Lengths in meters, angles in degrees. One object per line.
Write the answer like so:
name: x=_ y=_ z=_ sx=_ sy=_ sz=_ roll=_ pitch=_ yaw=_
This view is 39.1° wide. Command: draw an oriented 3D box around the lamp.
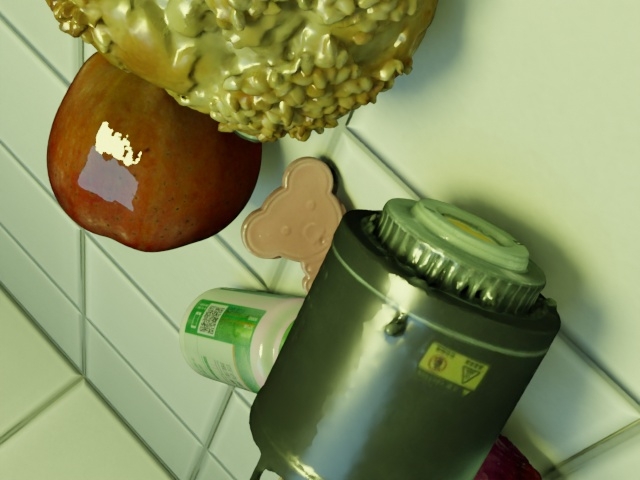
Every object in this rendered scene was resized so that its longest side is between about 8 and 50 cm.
lamp: x=0.070 y=0.104 z=0.769 sx=0.205 sy=0.374 sz=0.272 roll=25 pitch=126 yaw=2

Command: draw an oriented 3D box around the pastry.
pastry: x=-0.065 y=-0.197 z=0.634 sx=0.311 sy=0.162 sz=0.255 roll=31 pitch=131 yaw=-12

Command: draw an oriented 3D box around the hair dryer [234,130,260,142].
hair dryer: x=-0.067 y=-0.241 z=0.803 sx=0.229 sy=0.092 sz=0.267 roll=-32 pitch=86 yaw=54

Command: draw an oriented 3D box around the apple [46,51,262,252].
apple: x=-0.176 y=-0.100 z=0.953 sx=0.234 sy=0.234 sz=0.234 roll=35 pitch=148 yaw=26

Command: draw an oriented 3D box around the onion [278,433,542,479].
onion: x=0.120 y=0.255 z=0.938 sx=0.349 sy=0.267 sz=0.159 roll=-2 pitch=140 yaw=4

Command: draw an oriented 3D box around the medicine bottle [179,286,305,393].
medicine bottle: x=-0.064 y=0.133 z=1.160 sx=0.274 sy=0.133 sz=0.133 roll=1 pitch=125 yaw=54

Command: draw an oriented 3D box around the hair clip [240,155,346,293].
hair clip: x=-0.002 y=-0.002 z=0.944 sx=0.138 sy=0.123 sz=0.102 roll=47 pitch=180 yaw=18
